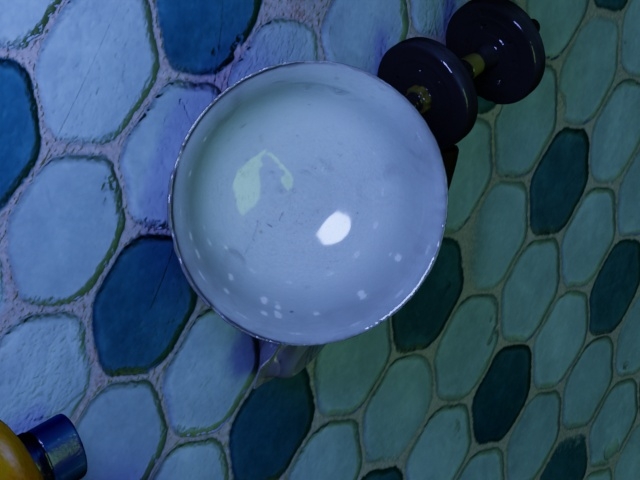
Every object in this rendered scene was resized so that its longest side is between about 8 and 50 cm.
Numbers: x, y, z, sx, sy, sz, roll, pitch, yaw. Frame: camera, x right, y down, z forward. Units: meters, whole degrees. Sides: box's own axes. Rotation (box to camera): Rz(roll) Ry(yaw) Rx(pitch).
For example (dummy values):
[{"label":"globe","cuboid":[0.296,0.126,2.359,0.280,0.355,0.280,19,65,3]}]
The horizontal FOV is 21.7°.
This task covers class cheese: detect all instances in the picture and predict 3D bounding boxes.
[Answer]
[{"label":"cheese","cuboid":[-0.004,0.095,2.076,0.245,0.052,0.135,-45,167,-32]}]

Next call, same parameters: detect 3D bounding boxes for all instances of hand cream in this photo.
[{"label":"hand cream","cuboid":[-0.364,0.277,1.722,0.270,0.061,0.120,-30,136,-31]}]

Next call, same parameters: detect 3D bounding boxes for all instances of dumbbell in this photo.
[{"label":"dumbbell","cuboid":[0.177,-0.211,2.092,0.325,0.143,0.143,-34,134,-39]}]

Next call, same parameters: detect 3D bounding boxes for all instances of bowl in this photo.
[{"label":"bowl","cuboid":[-0.024,-0.049,1.880,0.313,0.146,0.313,-2,98,-11]}]

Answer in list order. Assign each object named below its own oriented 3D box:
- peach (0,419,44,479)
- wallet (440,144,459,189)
[{"label":"peach","cuboid":[-0.379,0.288,1.502,0.332,0.307,0.308,-13,119,-55]},{"label":"wallet","cuboid":[0.118,-0.018,2.177,0.182,0.049,0.229,-21,130,-75]}]
